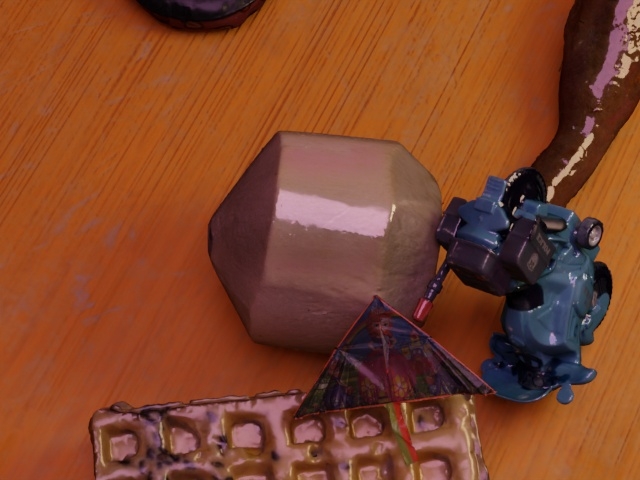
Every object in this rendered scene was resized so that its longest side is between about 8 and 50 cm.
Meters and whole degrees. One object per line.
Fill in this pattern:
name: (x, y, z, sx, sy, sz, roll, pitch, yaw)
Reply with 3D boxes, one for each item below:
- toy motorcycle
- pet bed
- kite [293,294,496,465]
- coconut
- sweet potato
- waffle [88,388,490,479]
toy motorcycle: (0.198, 0.052, 1.412, 0.123, 0.272, 0.182, 19, 71, 41)
pet bed: (-0.135, -0.321, 1.662, 0.201, 0.053, 0.201, 0, 67, 1)
kite: (0.064, 0.128, 1.346, 0.190, 0.010, 0.159, -7, 91, 12)
coconut: (0.000, -0.001, 1.439, 0.241, 0.241, 0.241, 0, 67, -1)
sweet potato: (0.290, -0.159, 1.573, 0.109, 0.109, 0.385, 20, 80, 8)
waffle: (-0.027, 0.262, 1.378, 0.376, 0.114, 0.261, -3, 67, -2)
